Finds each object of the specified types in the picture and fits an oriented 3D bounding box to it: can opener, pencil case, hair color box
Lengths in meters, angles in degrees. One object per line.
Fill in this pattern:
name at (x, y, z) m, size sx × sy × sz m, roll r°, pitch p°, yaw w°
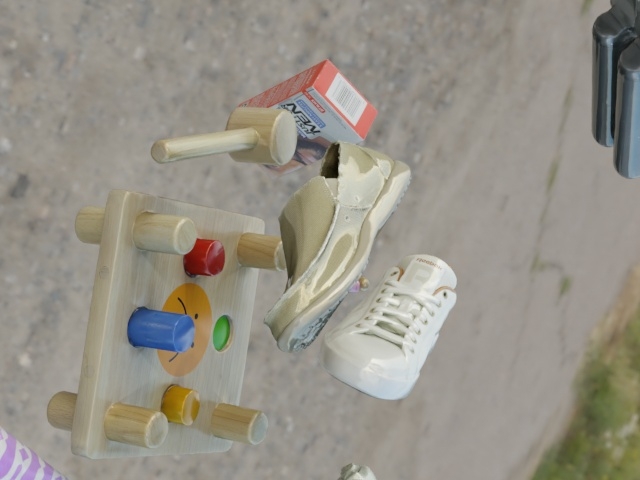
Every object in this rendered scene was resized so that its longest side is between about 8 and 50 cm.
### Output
can opener at (0.268, -0.157, 1.131) m, size 0.095 × 0.076 × 0.283 m, roll -25°, pitch 149°, yaw -5°
pencil case at (-0.285, 0.246, 1.358) m, size 0.206 × 0.086 × 0.088 m, roll 49°, pitch 61°, yaw -33°
hair color box at (-0.025, -0.140, 1.699) m, size 0.093 × 0.167 × 0.053 m, roll 44°, pitch 52°, yaw -22°

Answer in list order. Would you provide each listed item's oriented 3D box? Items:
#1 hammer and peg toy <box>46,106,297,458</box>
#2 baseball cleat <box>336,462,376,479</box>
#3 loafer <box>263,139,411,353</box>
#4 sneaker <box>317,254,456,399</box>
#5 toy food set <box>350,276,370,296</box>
hammer and peg toy at (-0.142, 0.034, 1.427) m, size 0.266 × 0.127 × 0.361 m, roll 10°, pitch 88°, yaw -60°
baseball cleat at (0.031, 0.297, 1.380) m, size 0.072 × 0.109 × 0.206 m, roll -31°, pitch -170°, yaw 31°
loafer at (0.000, 0.000, 1.348) m, size 0.102 × 0.092 × 0.268 m, roll -56°, pitch -178°, yaw 41°
sneaker at (0.076, 0.075, 1.498) m, size 0.290 × 0.106 × 0.123 m, roll -40°, pitch 153°, yaw -72°
toy food set at (0.023, 0.053, 1.982) m, size 0.078 × 0.122 × 0.019 m, roll -30°, pitch 134°, yaw -73°
